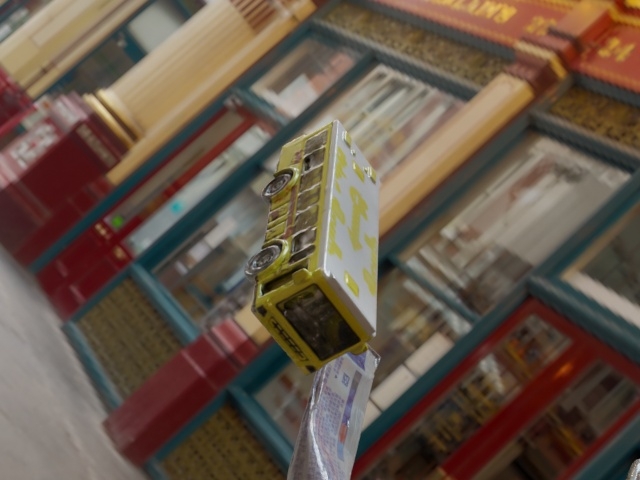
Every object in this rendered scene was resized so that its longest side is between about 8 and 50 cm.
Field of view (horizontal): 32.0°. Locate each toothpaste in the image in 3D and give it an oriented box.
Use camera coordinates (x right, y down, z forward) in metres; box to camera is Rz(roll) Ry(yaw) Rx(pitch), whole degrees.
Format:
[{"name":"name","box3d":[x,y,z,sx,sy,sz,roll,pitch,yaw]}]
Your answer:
[{"name":"toothpaste","box3d":[0.009,0.226,1.290,0.068,0.282,0.099,9,-33,10]}]

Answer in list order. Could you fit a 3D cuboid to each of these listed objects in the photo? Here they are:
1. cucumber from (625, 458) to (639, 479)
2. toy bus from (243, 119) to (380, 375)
[{"name":"cucumber","box3d":[0.235,0.212,0.820,0.036,0.033,0.184,32,31,0]},{"name":"toy bus","box3d":[0.000,0.000,0.834,0.081,0.074,0.226,54,22,-25]}]
